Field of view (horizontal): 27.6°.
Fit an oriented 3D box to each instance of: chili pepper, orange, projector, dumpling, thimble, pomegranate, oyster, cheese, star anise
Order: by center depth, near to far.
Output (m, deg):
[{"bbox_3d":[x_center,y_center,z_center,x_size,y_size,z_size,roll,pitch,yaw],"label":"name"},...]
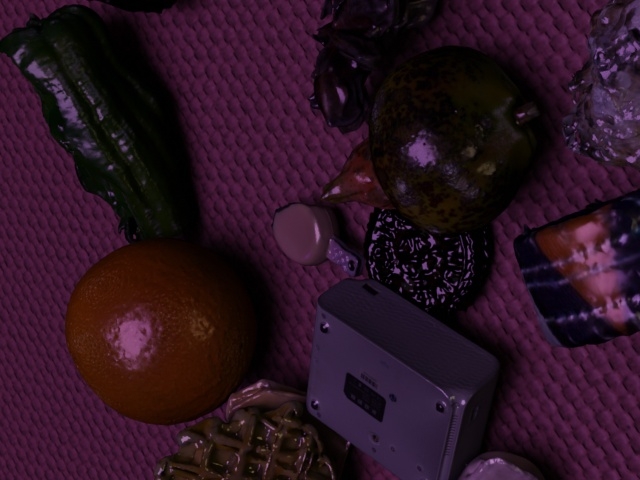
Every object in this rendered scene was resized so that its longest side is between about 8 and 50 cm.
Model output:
[{"bbox_3d":[0.378,-0.203,1.452,0.198,0.112,0.268,28,111,30],"label":"oyster"},{"bbox_3d":[0.343,0.019,1.458,0.237,0.237,0.150,-21,90,37],"label":"thimble"},{"bbox_3d":[0.139,-0.101,1.592,0.204,0.222,0.276,26,134,-7],"label":"pomegranate"},{"bbox_3d":[0.048,-0.244,1.641,0.129,0.283,0.212,27,95,-7],"label":"star anise"},{"bbox_3d":[0.244,0.337,1.659,0.150,0.092,0.176,14,114,11],"label":"dumpling"},{"bbox_3d":[0.098,0.193,1.701,0.250,0.108,0.198,32,135,28],"label":"projector"},{"bbox_3d":[0.000,-0.007,1.792,0.171,0.047,0.092,13,110,48],"label":"cheese"},{"bbox_3d":[-0.228,0.128,1.869,0.274,0.274,0.274,7,103,36],"label":"orange"},{"bbox_3d":[-0.318,-0.177,1.947,0.167,0.213,0.385,-30,102,-6],"label":"chili pepper"}]

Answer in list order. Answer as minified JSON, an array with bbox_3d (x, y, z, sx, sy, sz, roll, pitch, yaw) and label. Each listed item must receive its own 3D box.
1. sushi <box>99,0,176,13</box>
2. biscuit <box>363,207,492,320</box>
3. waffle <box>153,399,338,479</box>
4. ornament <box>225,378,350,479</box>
[{"bbox_3d":[-0.269,-0.499,1.848,0.196,0.182,0.343,16,107,39],"label":"sushi"},{"bbox_3d":[0.137,0.012,1.706,0.194,0.053,0.195,8,103,36],"label":"biscuit"},{"bbox_3d":[-0.096,0.386,1.770,0.317,0.297,0.073,66,167,-8],"label":"waffle"},{"bbox_3d":[-0.024,0.277,1.838,0.180,0.059,0.201,-27,109,4],"label":"ornament"}]
